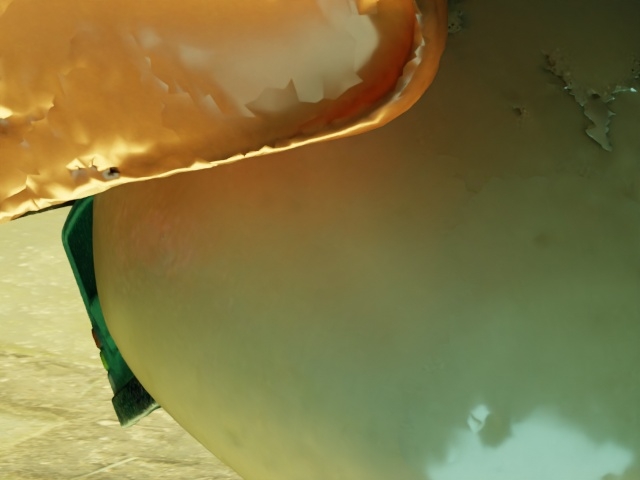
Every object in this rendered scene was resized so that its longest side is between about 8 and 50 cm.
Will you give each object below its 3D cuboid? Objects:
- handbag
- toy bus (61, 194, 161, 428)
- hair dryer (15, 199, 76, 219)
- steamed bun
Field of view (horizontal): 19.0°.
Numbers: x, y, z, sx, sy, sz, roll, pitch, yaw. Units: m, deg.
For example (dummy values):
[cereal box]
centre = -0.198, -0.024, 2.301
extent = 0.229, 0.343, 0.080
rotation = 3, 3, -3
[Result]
[handbag]
centre = -0.163, -0.147, 0.526
extent = 0.303, 0.116, 0.410
rotation = -16, 144, 21
[toy bus]
centre = 0.000, 0.000, 1.041
extent = 0.256, 0.147, 0.128
rotation = -18, 172, -21
[hair dryer]
centre = -0.173, -0.049, 0.893
extent = 0.303, 0.120, 0.359
rotation = -4, 173, -30
[steamed bun]
centre = 0.088, -0.027, 0.795
extent = 0.334, 0.312, 0.233
rotation = -34, 144, -39
